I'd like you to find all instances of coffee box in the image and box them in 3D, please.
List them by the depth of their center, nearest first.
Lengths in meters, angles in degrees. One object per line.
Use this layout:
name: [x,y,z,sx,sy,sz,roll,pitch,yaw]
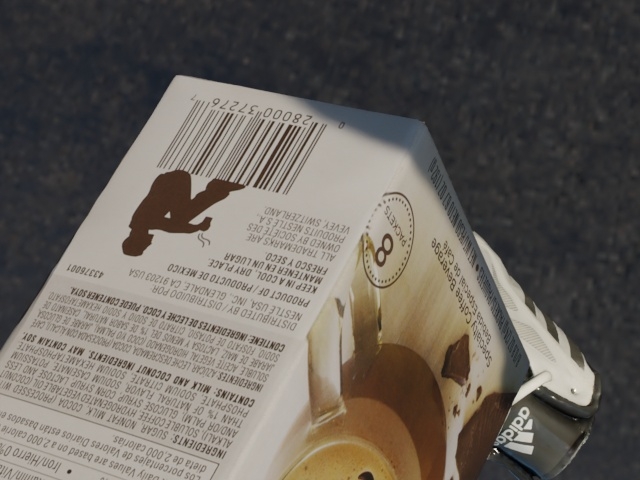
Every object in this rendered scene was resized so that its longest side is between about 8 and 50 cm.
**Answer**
coffee box: [-0.048,0.111,0.631,0.119,0.297,0.168,13,151,31]

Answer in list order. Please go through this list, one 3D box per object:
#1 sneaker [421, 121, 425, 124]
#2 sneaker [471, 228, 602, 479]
sneaker: [0.000,0.000,0.930,0.064,0.086,0.192,-10,174,-32]
sneaker: [0.090,0.078,1.329,0.257,0.447,0.169,39,108,15]
